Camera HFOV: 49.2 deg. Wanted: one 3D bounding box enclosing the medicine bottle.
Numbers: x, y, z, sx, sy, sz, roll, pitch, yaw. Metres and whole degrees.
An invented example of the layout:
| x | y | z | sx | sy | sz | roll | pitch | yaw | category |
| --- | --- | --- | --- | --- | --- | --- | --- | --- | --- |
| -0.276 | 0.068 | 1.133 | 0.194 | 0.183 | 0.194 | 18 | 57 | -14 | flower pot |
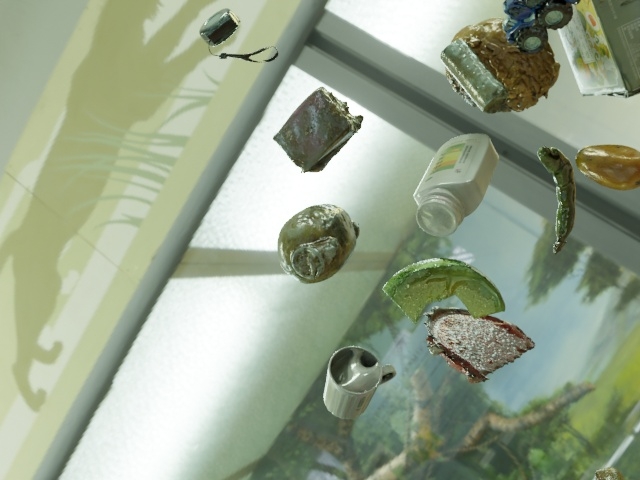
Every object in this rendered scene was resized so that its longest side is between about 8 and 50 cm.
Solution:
| x | y | z | sx | sy | sz | roll | pitch | yaw | category |
| --- | --- | --- | --- | --- | --- | --- | --- | --- | --- |
| 0.351 | -0.148 | 1.840 | 0.124 | 0.179 | 0.324 | 57 | -138 | -26 | medicine bottle |

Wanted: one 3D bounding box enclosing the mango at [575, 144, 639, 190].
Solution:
| x | y | z | sx | sy | sz | roll | pitch | yaw | category |
| --- | --- | --- | --- | --- | --- | --- | --- | --- | --- |
| 0.671 | -0.171 | 1.606 | 0.089 | 0.165 | 0.115 | 85 | -155 | -45 | mango |

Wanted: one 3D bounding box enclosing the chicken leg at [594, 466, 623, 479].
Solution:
| x | y | z | sx | sy | sz | roll | pitch | yaw | category |
| --- | --- | --- | --- | --- | --- | --- | --- | --- | --- |
| 0.667 | 0.594 | 1.602 | 0.178 | 0.070 | 0.093 | -66 | -1 | -67 | chicken leg |

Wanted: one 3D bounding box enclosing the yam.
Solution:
| x | y | z | sx | sy | sz | roll | pitch | yaw | category |
| --- | --- | --- | --- | --- | --- | --- | --- | --- | --- |
| 0.423 | -0.450 | 1.919 | 0.093 | 0.259 | 0.093 | -17 | -37 | -13 | yam |

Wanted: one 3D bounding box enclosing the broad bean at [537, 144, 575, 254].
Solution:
| x | y | z | sx | sy | sz | roll | pitch | yaw | category |
| --- | --- | --- | --- | --- | --- | --- | --- | --- | --- |
| 0.591 | -0.118 | 1.724 | 0.144 | 0.049 | 0.292 | -39 | -57 | -42 | broad bean |

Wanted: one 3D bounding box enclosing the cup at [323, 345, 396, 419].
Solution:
| x | y | z | sx | sy | sz | roll | pitch | yaw | category |
| --- | --- | --- | --- | --- | --- | --- | --- | --- | --- |
| 0.120 | 0.460 | 2.202 | 0.202 | 0.221 | 0.167 | 102 | -179 | -49 | cup |

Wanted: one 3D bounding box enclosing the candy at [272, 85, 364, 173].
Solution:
| x | y | z | sx | sy | sz | roll | pitch | yaw | category |
| --- | --- | --- | --- | --- | --- | --- | --- | --- | --- |
| -0.005 | -0.267 | 1.723 | 0.195 | 0.137 | 0.185 | -45 | -5 | 16 | candy |

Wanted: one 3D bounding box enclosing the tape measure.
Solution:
| x | y | z | sx | sy | sz | roll | pitch | yaw | category |
| --- | --- | --- | --- | --- | --- | --- | --- | --- | --- |
| -0.201 | -0.479 | 1.696 | 0.104 | 0.180 | 0.107 | -49 | 27 | 18 | tape measure |

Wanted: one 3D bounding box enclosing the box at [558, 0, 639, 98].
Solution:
| x | y | z | sx | sy | sz | roll | pitch | yaw | category |
| --- | --- | --- | --- | --- | --- | --- | --- | --- | --- |
| 0.738 | -0.592 | 1.851 | 0.138 | 0.420 | 0.373 | -22 | 9 | 8 | box |

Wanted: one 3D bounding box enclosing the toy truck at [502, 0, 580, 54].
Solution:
| x | y | z | sx | sy | sz | roll | pitch | yaw | category |
| --- | --- | --- | --- | --- | --- | --- | --- | --- | --- |
| 0.486 | -0.527 | 1.538 | 0.208 | 0.126 | 0.113 | -49 | 25 | 46 | toy truck |

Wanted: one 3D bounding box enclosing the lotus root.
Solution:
| x | y | z | sx | sy | sz | roll | pitch | yaw | category |
| --- | --- | --- | --- | --- | --- | --- | --- | --- | --- |
| -0.002 | 0.000 | 1.670 | 0.175 | 0.175 | 0.349 | -62 | -9 | 19 | lotus root |

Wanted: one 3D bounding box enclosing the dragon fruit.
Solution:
| x | y | z | sx | sy | sz | roll | pitch | yaw | category |
| --- | --- | --- | --- | --- | --- | --- | --- | --- | --- |
| 0.423 | 0.289 | 1.979 | 0.343 | 0.282 | 0.100 | -14 | -45 | -45 | dragon fruit |

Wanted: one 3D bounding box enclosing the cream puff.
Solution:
| x | y | z | sx | sy | sz | roll | pitch | yaw | category |
| --- | --- | --- | --- | --- | --- | --- | --- | --- | --- |
| 0.543 | -0.509 | 2.122 | 0.343 | 0.327 | 0.231 | 31 | -101 | -29 | cream puff |

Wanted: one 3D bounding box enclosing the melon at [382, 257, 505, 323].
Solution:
| x | y | z | sx | sy | sz | roll | pitch | yaw | category |
| --- | --- | --- | --- | --- | --- | --- | --- | --- | --- |
| 0.217 | 0.089 | 1.224 | 0.209 | 0.118 | 0.064 | -10 | 0 | -2 | melon |
